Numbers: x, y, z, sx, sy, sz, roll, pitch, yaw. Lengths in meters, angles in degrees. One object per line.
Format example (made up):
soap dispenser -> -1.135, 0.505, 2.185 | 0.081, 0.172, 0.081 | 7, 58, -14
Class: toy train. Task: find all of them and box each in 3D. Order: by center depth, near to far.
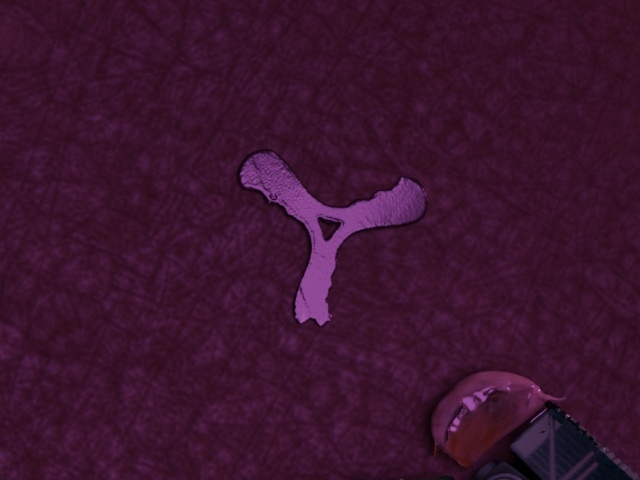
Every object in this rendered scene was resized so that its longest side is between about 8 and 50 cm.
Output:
toy train -> 0.260, 0.286, 1.494 | 0.154, 0.269, 0.115 | -42, 130, -3

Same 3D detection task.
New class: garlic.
garlic -> 0.174, 0.177, 1.595 | 0.152, 0.066, 0.084 | -38, 115, -8

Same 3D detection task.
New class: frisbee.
frisbee -> 0.000, 0.000, 1.620 | 0.211, 0.012, 0.188 | 15, 80, -6

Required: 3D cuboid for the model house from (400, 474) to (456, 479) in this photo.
model house -> -0.001, 0.404, 1.472 | 0.357, 0.242, 0.313 | -4, 100, -4
